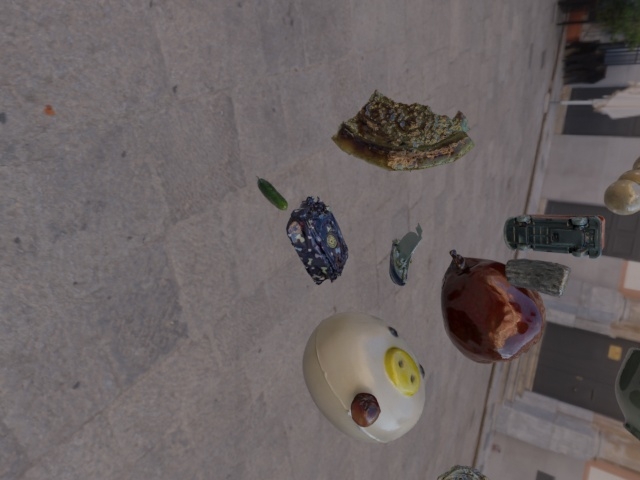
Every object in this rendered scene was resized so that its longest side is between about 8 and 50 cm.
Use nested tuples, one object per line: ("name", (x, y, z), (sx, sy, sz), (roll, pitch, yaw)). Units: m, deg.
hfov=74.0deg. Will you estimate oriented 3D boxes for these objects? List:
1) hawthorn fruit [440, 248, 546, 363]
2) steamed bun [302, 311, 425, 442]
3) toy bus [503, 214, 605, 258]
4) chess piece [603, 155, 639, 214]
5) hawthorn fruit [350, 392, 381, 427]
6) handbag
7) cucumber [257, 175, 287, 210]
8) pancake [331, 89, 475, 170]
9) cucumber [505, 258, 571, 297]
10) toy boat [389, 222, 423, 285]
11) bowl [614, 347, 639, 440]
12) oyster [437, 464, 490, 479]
("hawthorn fruit", (0.497, 0.209, 1.277), (0.308, 0.325, 0.308), (-34, 145, -28))
("steamed bun", (0.121, 0.375, 1.193), (0.373, 0.334, 0.334), (55, 46, -9))
("toy bus", (0.700, -0.024, 1.274), (0.120, 0.265, 0.121), (-19, 106, -41))
("chess piece", (0.950, -0.169, 1.260), (0.261, 0.143, 0.142), (-31, 130, -15))
("hawthorn fruit", (0.103, 0.397, 0.993), (0.077, 0.077, 0.077), (-23, 118, -53))
("handbag", (0.000, 0.000, 1.258), (0.260, 0.113, 0.162), (63, 30, -23))
("cucumber", (-0.129, -0.122, 1.127), (0.039, 0.168, 0.039), (-24, 137, -24))
("pancake", (0.266, -0.342, 1.331), (0.066, 0.428, 0.304), (80, 32, -63))
("cucumber", (0.416, 0.068, 0.820), (0.064, 0.112, 0.064), (-17, 112, -47))
("toy boat", (0.332, 0.041, 1.659), (0.291, 0.067, 0.220), (104, -12, -53))
("bowl", (0.699, 0.360, 0.825), (0.146, 0.289, 0.289), (-51, 146, 5))
("oyster", (0.362, 0.623, 1.045), (0.125, 0.177, 0.064), (-37, 156, -56))
